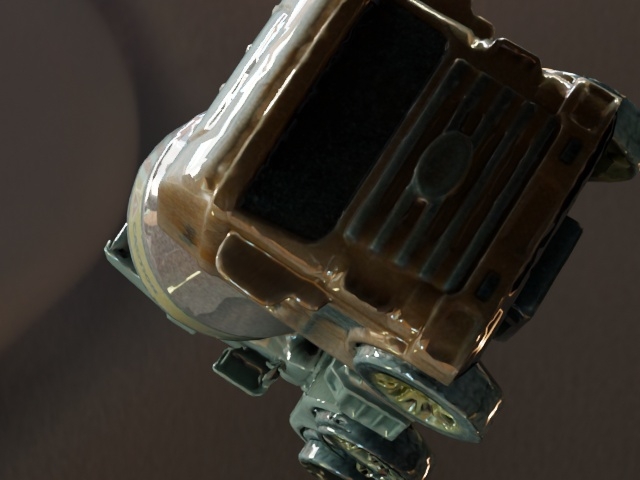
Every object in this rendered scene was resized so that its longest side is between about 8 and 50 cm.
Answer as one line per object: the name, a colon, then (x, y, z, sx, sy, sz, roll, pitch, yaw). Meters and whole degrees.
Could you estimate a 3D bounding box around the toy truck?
toy truck: (0.000, 0.000, 0.601, 0.140, 0.257, 0.108, 32, -104, 3)
